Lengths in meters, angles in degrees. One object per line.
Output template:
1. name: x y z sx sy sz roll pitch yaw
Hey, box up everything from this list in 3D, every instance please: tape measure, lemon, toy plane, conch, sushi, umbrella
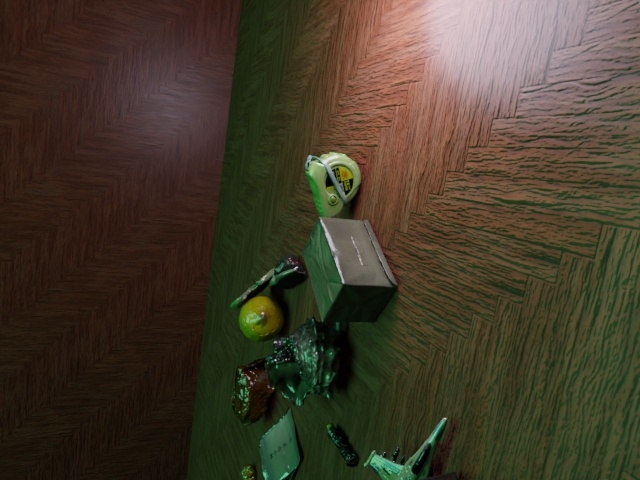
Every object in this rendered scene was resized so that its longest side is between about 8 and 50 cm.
1. tape measure: 0.035 -0.165 1.241 0.087 0.153 0.178 42 154 64
2. lemon: -0.227 0.303 1.722 0.193 0.180 0.181 -55 37 40
3. toy plane: 0.189 0.448 0.869 0.192 0.088 0.262 33 99 33
4. conch: -0.026 0.357 1.288 0.313 0.186 0.241 -46 48 27
5. sushi: -0.263 0.597 1.789 0.166 0.179 0.297 0 88 49
6. umbrella: 0.054 0.544 1.202 0.144 0.037 0.040 -143 48 -59

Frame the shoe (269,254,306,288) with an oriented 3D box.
1. shoe: -0.119 0.105 1.617 0.227 0.099 0.112 140 137 -59

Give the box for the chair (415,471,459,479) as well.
1. chair: 0.175 0.642 0.712 0.241 0.202 0.417 -63 33 39

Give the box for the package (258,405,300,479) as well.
1. package: -0.138 0.747 1.586 0.251 0.062 0.204 -57 34 24

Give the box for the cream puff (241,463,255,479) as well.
1. cream puff: -0.308 0.996 1.905 0.083 0.058 0.084 156 114 -65

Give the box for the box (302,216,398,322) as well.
1. box: 0.067 0.070 1.128 0.232 0.148 0.156 -108 32 -41

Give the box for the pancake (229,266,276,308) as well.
1. pancake: -0.253 0.189 1.780 0.037 0.253 0.253 49 145 4
